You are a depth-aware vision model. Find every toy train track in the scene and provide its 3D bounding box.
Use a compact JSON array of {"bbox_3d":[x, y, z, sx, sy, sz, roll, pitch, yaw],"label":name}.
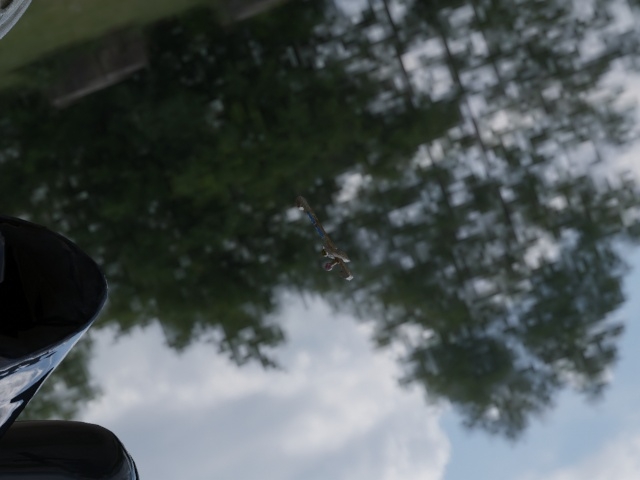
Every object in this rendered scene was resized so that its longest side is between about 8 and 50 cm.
[{"bbox_3d":[0.000,0.000,1.286,0.014,0.083,0.048,-36,161,14],"label":"toy train track"}]

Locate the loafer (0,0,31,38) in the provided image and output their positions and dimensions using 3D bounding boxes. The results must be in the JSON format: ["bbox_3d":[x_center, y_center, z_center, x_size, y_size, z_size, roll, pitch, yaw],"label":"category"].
[{"bbox_3d":[-0.258,-0.174,1.069,0.092,0.102,0.268,-45,-160,60],"label":"loafer"}]

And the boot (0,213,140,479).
[{"bbox_3d":[-0.239,0.121,1.073,0.367,0.146,0.445,-12,151,-32],"label":"boot"}]
